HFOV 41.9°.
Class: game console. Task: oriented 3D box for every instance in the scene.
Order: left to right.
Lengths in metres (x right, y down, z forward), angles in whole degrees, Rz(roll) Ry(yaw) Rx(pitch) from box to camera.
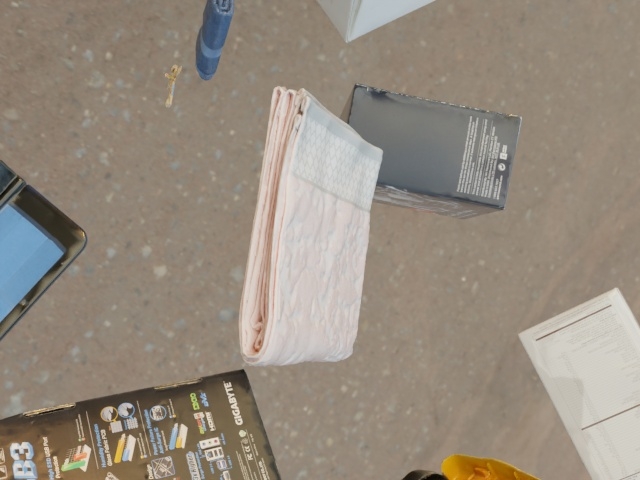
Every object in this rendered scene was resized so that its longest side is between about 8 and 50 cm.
[{"bbox_3d":[-0.563,0.007,1.286,0.293,0.173,0.250,-50,136,-12],"label":"game console"}]

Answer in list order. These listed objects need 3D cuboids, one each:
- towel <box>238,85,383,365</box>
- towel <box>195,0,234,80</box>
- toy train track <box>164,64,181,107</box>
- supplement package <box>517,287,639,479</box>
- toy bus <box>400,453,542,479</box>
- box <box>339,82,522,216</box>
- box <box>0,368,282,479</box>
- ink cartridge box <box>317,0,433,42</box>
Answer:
[{"bbox_3d":[0.000,0.000,1.064,0.332,0.053,0.317,19,78,-69],"label":"towel"},{"bbox_3d":[-0.128,-0.250,0.991,0.029,0.067,0.119,8,148,-17],"label":"towel"},{"bbox_3d":[-0.225,-0.231,1.242,0.014,0.083,0.048,21,139,-26],"label":"toy train track"},{"bbox_3d":[0.371,0.197,1.055,0.139,0.244,0.134,-28,168,17],"label":"supplement package"},{"bbox_3d":[0.126,0.330,0.718,0.220,0.149,0.211,-41,112,-27],"label":"toy bus"},{"bbox_3d":[0.186,-0.162,1.649,0.343,0.312,0.179,144,-43,-87],"label":"box"},{"bbox_3d":[-0.175,0.292,0.823,0.293,0.296,0.073,-10,146,-21],"label":"box"},{"bbox_3d":[0.060,-0.522,1.216,0.279,0.385,0.160,-29,166,-13],"label":"ink cartridge box"}]
